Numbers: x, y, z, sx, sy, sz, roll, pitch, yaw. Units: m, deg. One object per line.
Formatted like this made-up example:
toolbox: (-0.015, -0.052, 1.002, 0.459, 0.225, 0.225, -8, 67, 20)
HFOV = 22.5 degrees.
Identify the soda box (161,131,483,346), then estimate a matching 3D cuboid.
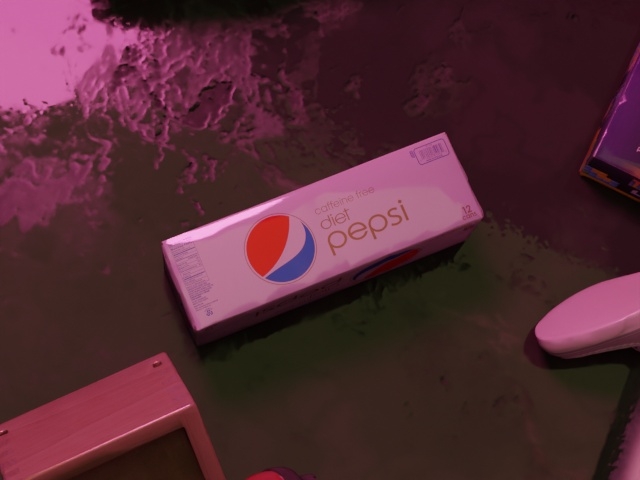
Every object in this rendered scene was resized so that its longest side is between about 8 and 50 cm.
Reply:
soda box: (0.000, 0.000, 1.129, 0.216, 0.074, 0.069, -21, 79, -9)

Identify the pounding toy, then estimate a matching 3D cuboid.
pounding toy: (-0.158, 0.201, 1.055, 0.206, 0.094, 0.181, -24, 116, -10)

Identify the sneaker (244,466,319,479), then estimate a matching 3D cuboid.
sneaker: (-0.092, 0.256, 0.989, 0.135, 0.097, 0.276, 20, 104, -29)

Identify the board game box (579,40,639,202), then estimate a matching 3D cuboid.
board game box: (0.291, -0.097, 1.190, 0.141, 0.048, 0.170, 26, 76, 1)

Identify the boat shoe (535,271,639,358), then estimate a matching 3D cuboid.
boat shoe: (0.246, 0.054, 1.144, 0.184, 0.066, 0.063, -22, 112, -1)
